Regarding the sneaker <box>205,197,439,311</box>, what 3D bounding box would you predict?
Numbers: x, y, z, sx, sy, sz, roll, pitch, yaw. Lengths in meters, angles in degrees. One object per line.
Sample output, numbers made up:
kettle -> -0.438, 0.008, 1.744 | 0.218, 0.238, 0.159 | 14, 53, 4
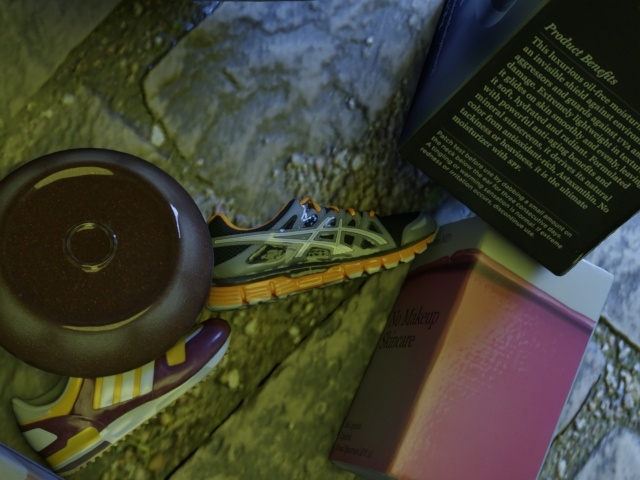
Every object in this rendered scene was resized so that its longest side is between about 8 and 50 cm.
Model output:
sneaker -> 0.000, 0.000, 1.000 | 0.215, 0.084, 0.083 | -13, 84, -18

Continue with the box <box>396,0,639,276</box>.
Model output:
box -> 0.235, -0.186, 0.924 | 0.183, 0.294, 0.296 | 37, 36, -13

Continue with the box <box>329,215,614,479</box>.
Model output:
box -> 0.125, 0.110, 0.994 | 0.127, 0.148, 0.232 | 27, 76, -14

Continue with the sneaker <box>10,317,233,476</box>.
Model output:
sneaker -> -0.157, 0.105, 0.943 | 0.185, 0.069, 0.084 | -37, 98, -20

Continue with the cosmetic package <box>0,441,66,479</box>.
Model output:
cosmetic package -> -0.234, 0.219, 0.804 | 0.296, 0.129, 0.153 | 44, 72, -43

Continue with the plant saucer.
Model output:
plant saucer -> -0.182, 0.009, 0.929 | 0.199, 0.036, 0.198 | 4, 68, -9
